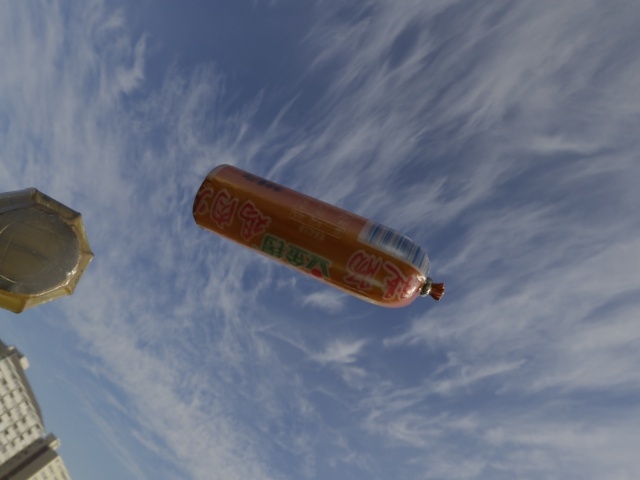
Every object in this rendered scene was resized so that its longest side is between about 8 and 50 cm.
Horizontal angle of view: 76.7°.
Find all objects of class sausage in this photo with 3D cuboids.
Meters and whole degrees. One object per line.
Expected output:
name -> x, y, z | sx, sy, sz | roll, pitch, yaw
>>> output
sausage -> 0.000, 0.000, 0.369 | 0.234, 0.071, 0.071 | 22, -53, 14

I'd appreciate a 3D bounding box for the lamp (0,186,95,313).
lamp -> -0.400, 0.010, 0.534 | 0.184, 0.161, 0.162 | 6, -61, 44
